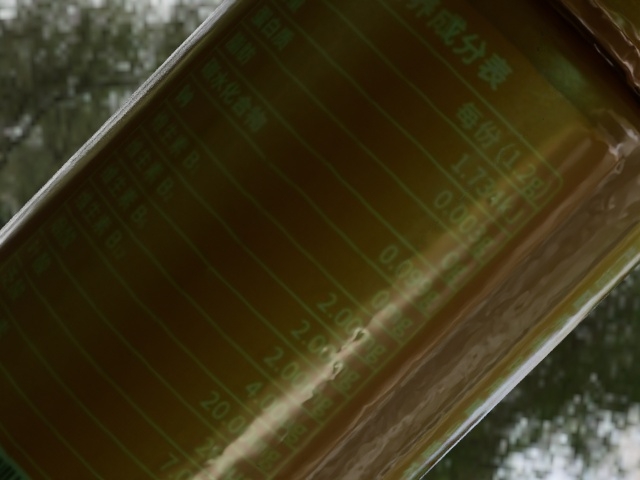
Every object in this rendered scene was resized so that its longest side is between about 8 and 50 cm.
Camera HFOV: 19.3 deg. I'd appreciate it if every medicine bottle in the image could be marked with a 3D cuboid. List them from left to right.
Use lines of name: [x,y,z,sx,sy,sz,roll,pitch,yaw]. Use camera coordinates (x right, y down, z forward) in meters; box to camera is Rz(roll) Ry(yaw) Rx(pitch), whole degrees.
medicine bottle: [0.000,0.000,0.374,0.192,0.096,0.096,-46,-139,5]
